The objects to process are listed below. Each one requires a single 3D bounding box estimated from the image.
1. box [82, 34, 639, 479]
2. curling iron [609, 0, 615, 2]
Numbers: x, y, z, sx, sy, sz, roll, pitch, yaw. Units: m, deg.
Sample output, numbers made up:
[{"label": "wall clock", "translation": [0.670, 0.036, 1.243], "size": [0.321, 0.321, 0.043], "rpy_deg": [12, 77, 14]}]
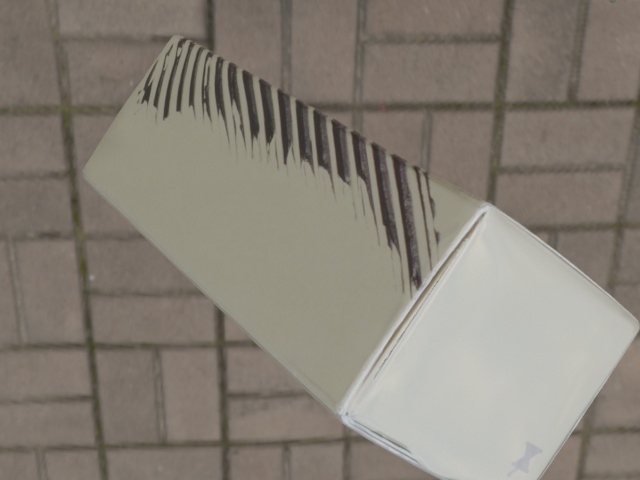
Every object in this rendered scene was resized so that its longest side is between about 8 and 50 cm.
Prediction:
[{"label": "box", "translation": [0.000, 0.000, 0.545], "size": [0.113, 0.275, 0.094], "rpy_deg": [34, 91, -38]}, {"label": "curling iron", "translation": [0.186, -0.117, 0.618], "size": [0.068, 0.274, 0.035], "rpy_deg": [-39, 111, 21]}]
